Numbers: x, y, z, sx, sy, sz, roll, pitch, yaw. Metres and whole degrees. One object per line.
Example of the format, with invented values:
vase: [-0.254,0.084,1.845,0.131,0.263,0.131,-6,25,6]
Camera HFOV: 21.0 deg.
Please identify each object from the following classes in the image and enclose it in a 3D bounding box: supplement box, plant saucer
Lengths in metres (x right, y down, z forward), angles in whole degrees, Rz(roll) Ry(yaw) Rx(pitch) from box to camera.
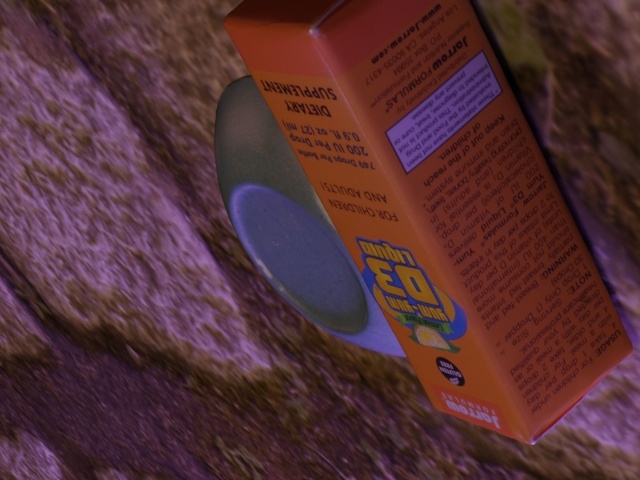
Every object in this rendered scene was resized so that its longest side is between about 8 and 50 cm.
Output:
supplement box: [0.052,-0.021,0.773,0.078,0.080,0.233,14,141,55]
plant saucer: [0.000,0.000,0.941,0.195,0.037,0.195,38,155,22]
